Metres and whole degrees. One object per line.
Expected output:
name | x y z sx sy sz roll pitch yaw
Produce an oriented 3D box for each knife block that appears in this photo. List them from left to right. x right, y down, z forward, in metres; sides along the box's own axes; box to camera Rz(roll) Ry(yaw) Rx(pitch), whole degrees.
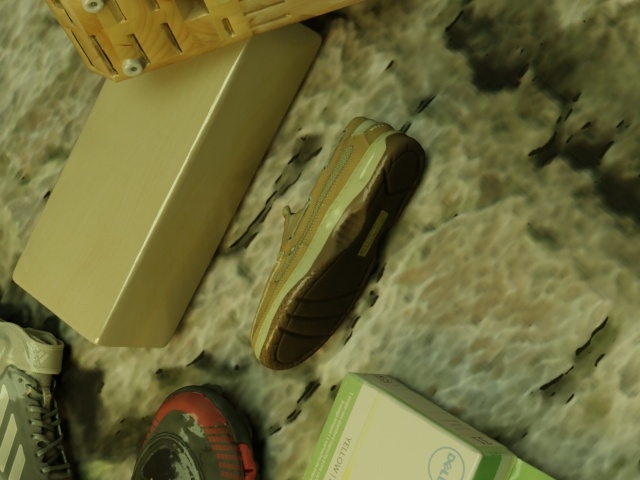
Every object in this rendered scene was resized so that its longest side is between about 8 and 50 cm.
knife block | -0.056 -0.255 0.729 0.276 0.088 0.242 -18 57 4

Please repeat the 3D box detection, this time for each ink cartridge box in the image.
ink cartridge box | 0.082 0.210 0.682 0.235 0.056 0.171 28 99 41

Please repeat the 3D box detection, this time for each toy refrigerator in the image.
toy refrigerator | -0.113 -0.060 0.802 0.102 0.094 0.269 32 99 28

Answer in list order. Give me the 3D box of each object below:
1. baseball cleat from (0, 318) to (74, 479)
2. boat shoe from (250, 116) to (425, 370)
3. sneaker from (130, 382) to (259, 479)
baseball cleat | -0.234 0.143 0.860 0.109 0.072 0.206 -43 74 11
boat shoe | 0.000 0.000 0.764 0.072 0.068 0.190 34 92 36
sneaker | -0.119 0.239 0.762 0.098 0.135 0.275 12 91 28
